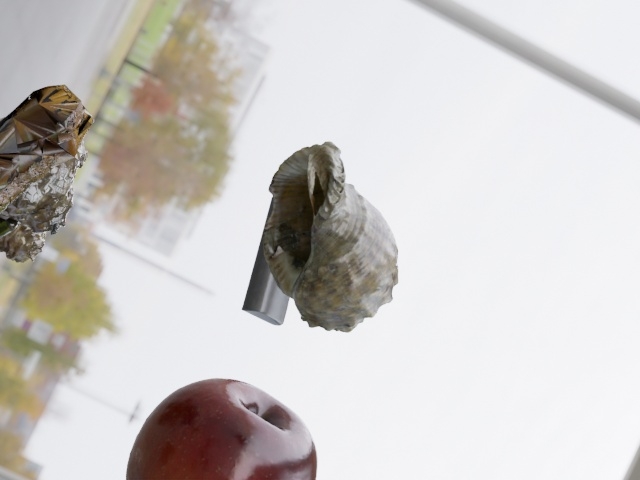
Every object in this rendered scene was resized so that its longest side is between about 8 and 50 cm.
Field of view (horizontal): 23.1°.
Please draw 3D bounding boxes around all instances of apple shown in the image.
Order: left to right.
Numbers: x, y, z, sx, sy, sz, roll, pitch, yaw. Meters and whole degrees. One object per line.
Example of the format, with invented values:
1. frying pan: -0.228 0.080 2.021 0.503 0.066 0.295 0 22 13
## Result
1. apple: -0.117 0.273 1.855 0.201 0.218 0.218 -58 -170 20

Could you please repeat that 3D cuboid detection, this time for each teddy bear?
1. teddy bear: -0.370 -0.042 1.894 0.246 0.222 0.296 -41 142 -34

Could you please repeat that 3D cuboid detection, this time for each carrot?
1. carrot: -0.299 -0.048 1.388 0.228 0.069 0.069 -43 -173 -8

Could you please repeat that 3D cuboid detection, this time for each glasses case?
1. glasses case: -0.062 0.029 2.379 0.042 0.072 0.191 2 -108 44

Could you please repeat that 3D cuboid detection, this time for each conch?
1. conch: 0.000 0.000 1.568 0.130 0.155 0.207 -51 134 -53
